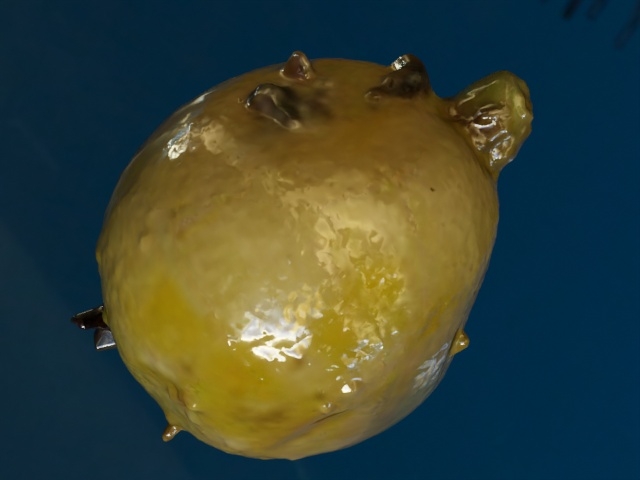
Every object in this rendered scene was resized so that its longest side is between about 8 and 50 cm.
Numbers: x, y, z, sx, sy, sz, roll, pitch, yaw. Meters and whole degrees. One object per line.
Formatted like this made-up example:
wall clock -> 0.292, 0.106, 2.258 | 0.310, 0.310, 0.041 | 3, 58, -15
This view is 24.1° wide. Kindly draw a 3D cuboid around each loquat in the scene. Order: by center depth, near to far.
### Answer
loquat -> 0.000, 0.000, 0.603 | 0.149, 0.204, 0.172 | 53, -166, 18
